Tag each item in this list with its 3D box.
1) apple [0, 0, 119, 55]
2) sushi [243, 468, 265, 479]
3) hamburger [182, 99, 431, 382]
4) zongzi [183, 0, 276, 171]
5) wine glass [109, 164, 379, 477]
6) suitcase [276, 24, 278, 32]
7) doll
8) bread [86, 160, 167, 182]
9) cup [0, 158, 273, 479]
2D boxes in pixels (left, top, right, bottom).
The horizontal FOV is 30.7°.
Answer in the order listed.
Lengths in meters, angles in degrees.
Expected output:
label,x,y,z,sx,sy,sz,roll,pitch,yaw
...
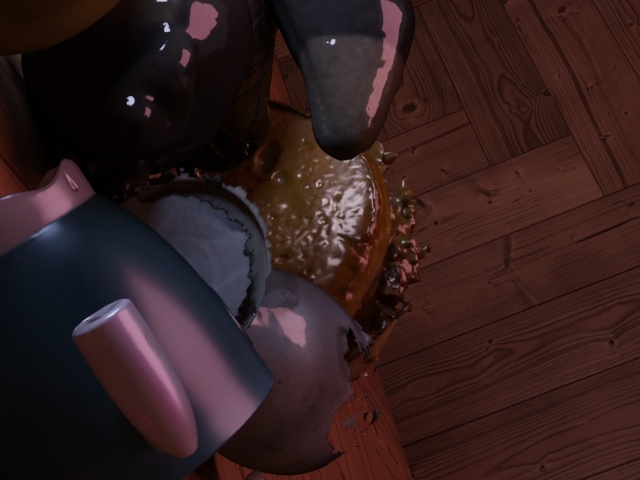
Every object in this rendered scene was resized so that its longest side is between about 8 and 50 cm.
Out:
label,x,y,z,sx,sy,sz,roll,pitch,yaw
apple,-0.199,-0.239,0.667,0.262,0.262,0.262,-22,90,-84
sushi,-0.063,0.272,0.926,0.134,0.109,0.273,61,-6,-25
hamburger,0.000,0.000,1.571,0.268,0.287,0.445,63,9,-57
zongzi,-0.098,-0.339,1.429,0.208,0.432,0.403,17,-36,35
wine glass,-0.072,0.090,1.035,0.357,0.190,0.190,51,18,-59
suitcase,-0.133,-0.343,1.652,0.202,0.128,0.312,-106,-147,-50
doll,-0.086,-0.185,1.048,0.252,0.379,0.382,105,-13,-62
bread,-0.180,-0.042,1.224,0.182,0.039,0.251,-105,171,-47
cup,-0.141,0.054,0.658,0.173,0.167,0.300,58,-19,-10
